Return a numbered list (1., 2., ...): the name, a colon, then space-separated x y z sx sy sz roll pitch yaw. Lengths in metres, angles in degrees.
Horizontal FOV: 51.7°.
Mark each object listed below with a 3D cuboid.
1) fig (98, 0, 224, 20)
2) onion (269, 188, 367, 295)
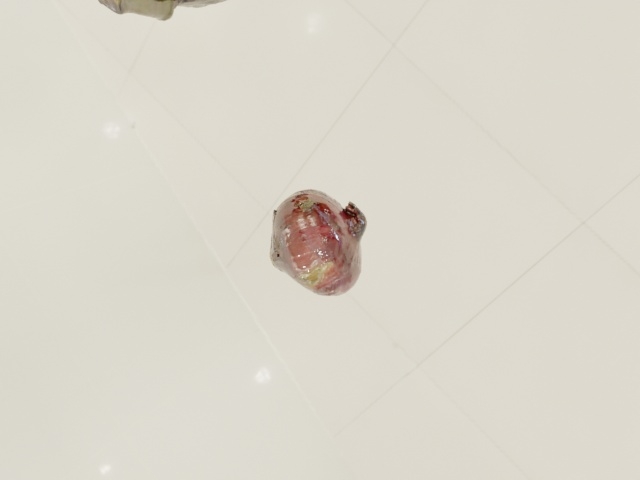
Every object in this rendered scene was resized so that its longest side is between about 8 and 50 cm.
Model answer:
1. fig: -0.107 -0.266 0.557 0.204 0.186 0.249 -2 81 50
2. onion: 0.000 0.000 0.625 0.097 0.107 0.107 -34 90 17
